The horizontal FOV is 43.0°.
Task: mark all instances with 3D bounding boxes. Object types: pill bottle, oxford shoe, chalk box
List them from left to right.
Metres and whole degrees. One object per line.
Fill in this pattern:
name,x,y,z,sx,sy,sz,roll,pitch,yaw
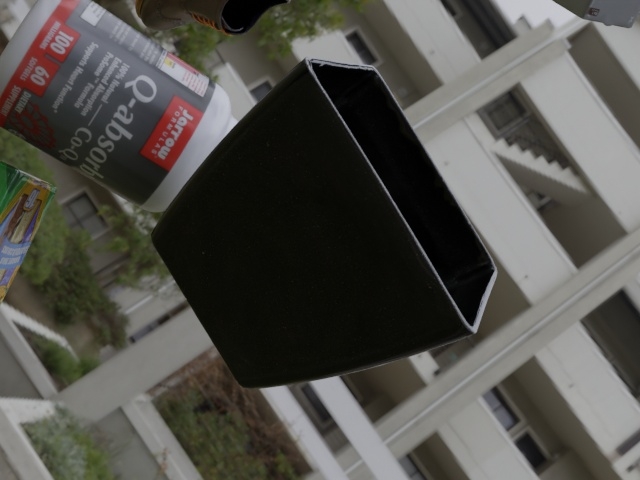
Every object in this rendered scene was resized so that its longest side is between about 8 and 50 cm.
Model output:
chalk box,-0.529,0.008,1.127,0.180,0.288,0.179,24,-6,1
pill bottle,-0.256,-0.169,1.130,0.363,0.210,0.210,31,-7,-19
oxford shoe,-0.191,-0.411,1.387,0.364,0.130,0.132,-11,-101,41

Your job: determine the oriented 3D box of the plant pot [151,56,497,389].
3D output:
plant pot,0.000,0.000,0.574,0.188,0.167,0.187,58,20,0

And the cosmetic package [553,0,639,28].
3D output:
cosmetic package,0.442,-0.462,1.406,0.238,0.127,0.107,49,-49,44
